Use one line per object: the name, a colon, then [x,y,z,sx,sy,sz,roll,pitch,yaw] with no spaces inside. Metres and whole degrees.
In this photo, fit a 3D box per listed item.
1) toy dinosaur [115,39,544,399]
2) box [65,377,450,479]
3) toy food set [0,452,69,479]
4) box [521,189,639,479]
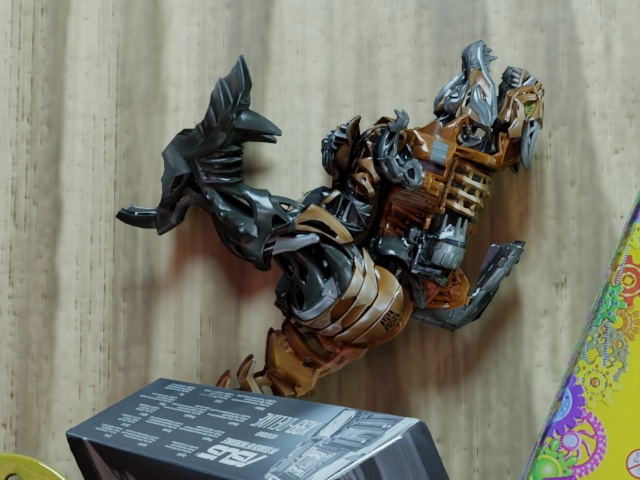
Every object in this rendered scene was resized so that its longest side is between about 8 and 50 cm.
toy dinosaur: [0.000,0.000,1.016,0.218,0.164,0.322,40,67,-4]
box: [-0.006,0.203,0.866,0.076,0.307,0.242,-29,103,-25]
toy food set: [-0.194,0.247,1.036,0.128,0.071,0.218,-5,76,5]
box: [0.227,0.087,0.896,0.177,0.279,0.290,23,85,11]
